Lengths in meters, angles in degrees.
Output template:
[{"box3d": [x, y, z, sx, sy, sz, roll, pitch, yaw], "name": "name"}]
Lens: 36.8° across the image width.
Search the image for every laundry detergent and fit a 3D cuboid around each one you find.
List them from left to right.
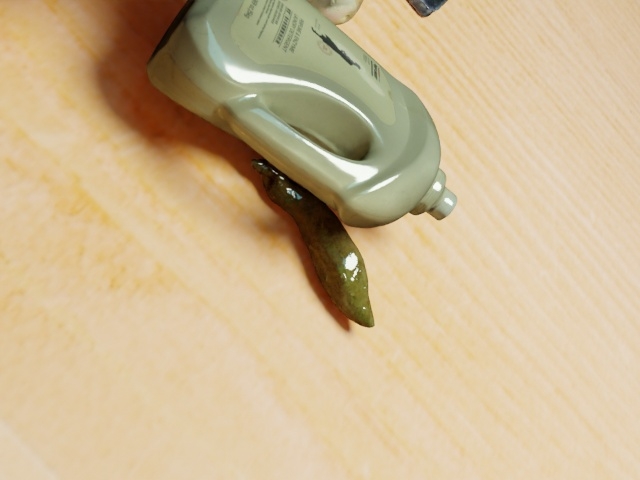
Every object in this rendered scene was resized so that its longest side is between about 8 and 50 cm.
[{"box3d": [0.001, -0.094, 0.718, 0.253, 0.091, 0.181, 36, 29, -16], "name": "laundry detergent"}]

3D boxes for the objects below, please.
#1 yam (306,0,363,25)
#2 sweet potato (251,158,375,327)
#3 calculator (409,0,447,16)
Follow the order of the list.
[{"box3d": [0.059, -0.304, 0.917, 0.066, 0.066, 0.299, 43, 53, -14], "name": "yam"}, {"box3d": [0.001, -0.002, 0.725, 0.153, 0.038, 0.041, 56, 20, 2], "name": "sweet potato"}, {"box3d": [0.118, -0.347, 1.051, 0.161, 0.021, 0.261, 51, 43, -7], "name": "calculator"}]
